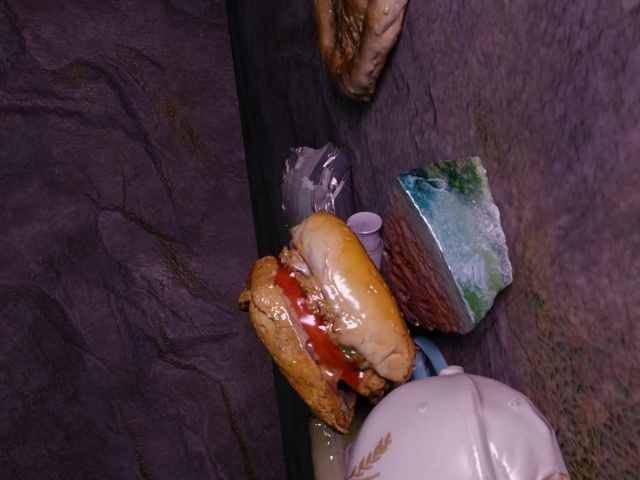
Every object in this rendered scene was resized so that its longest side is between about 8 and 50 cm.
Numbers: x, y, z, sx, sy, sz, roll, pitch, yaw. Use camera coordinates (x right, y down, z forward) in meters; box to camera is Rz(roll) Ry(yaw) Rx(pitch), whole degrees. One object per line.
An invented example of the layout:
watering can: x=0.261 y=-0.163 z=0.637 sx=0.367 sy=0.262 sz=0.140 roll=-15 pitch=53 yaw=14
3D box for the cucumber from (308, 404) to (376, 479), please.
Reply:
cucumber: x=0.062 y=0.423 z=0.943 sx=0.145 sy=0.105 sz=0.326 roll=18 pitch=-124 yaw=-67

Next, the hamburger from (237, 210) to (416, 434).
hamburger: x=0.012 y=0.095 z=0.711 sx=0.244 sy=0.163 sz=0.244 roll=54 pitch=171 yaw=13

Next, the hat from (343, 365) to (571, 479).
hat: x=0.054 y=0.246 z=0.546 sx=0.168 sy=0.301 sz=0.258 roll=61 pitch=150 yaw=9

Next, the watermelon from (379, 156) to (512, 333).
watermelon: x=0.120 y=0.028 z=0.636 sx=0.241 sy=0.094 sz=0.154 roll=116 pitch=136 yaw=-72

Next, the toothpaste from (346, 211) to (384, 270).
toothpaste: x=0.073 y=0.065 z=0.929 sx=0.089 sy=0.057 sz=0.234 roll=-114 pitch=14 yaw=-51

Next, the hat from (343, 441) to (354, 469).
hat: x=0.125 y=0.373 z=0.803 sx=0.226 sy=0.164 sz=0.220 roll=-40 pitch=-72 yaw=-58

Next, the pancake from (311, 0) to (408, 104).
pancake: x=0.034 y=-0.364 z=0.814 sx=0.356 sy=0.065 sz=0.357 roll=169 pitch=90 yaw=-80

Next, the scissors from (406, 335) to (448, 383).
scissors: x=0.161 y=0.291 z=0.679 sx=0.180 sy=0.032 sz=0.393 roll=93 pitch=165 yaw=-47

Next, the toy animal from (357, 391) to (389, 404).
toy animal: x=0.024 y=0.151 z=0.859 sx=0.219 sy=0.179 sz=0.116 roll=62 pitch=180 yaw=1

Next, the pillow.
pillow: x=0.000 y=0.000 z=1.051 sx=0.161 sy=0.092 sz=0.336 roll=1 pitch=100 yaw=47
